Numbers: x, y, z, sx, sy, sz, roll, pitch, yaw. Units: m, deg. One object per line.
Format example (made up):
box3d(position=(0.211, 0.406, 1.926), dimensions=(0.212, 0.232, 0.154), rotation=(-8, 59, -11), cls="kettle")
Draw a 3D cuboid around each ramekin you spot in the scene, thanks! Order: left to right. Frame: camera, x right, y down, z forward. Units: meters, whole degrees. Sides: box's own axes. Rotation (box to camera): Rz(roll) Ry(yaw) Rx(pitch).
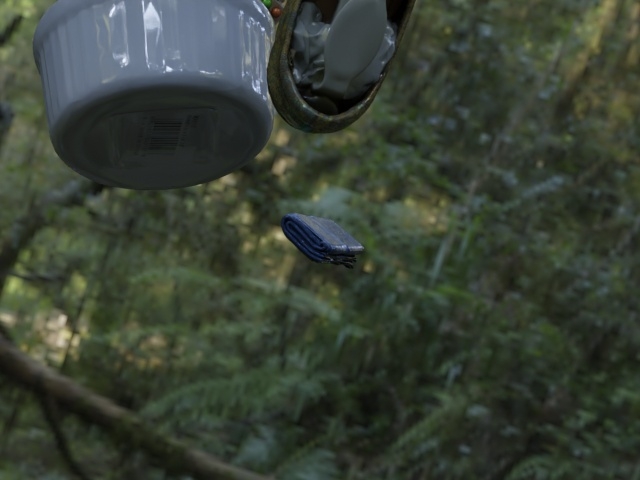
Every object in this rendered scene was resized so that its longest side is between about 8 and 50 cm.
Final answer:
box3d(position=(-0.181, -0.168, 1.716), dimensions=(0.277, 0.135, 0.277), rotation=(-6, -27, -3), cls="ramekin")

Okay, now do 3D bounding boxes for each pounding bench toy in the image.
box3d(position=(-0.081, -0.394, 2.517), dimensions=(0.052, 0.083, 0.065), rotation=(40, 16, -25), cls="pounding bench toy")

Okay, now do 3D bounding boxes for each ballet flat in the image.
box3d(position=(0.048, -0.248, 1.264), dimensions=(0.123, 0.348, 0.123), rotation=(20, 11, -4), cls="ballet flat")

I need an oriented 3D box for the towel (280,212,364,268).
box3d(position=(0.000, 0.000, 1.622), dimensions=(0.067, 0.029, 0.119), rotation=(42, 13, 17), cls="towel")
